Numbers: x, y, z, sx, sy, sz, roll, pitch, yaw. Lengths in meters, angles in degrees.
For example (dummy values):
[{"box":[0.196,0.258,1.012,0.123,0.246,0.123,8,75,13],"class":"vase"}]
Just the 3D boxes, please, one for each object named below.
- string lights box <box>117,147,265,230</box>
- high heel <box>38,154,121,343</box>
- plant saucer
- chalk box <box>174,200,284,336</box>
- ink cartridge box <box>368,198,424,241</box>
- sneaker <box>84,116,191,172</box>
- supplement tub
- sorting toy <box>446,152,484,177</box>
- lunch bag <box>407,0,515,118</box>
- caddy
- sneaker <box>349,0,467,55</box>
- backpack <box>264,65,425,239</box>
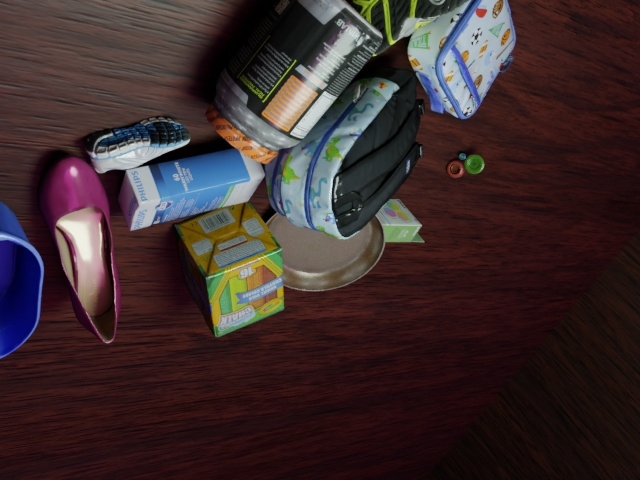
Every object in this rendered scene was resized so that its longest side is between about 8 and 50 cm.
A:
[{"box":[-0.254,-0.104,1.463,0.260,0.076,0.133,-16,165,-28],"class":"string lights box"},{"box":[-0.430,0.022,1.401,0.127,0.181,0.377,-21,142,-22],"class":"high heel"},{"box":[0.000,0.000,1.791,0.311,0.050,0.310,-4,132,-5],"class":"plant saucer"},{"box":[-0.198,0.083,1.678,0.180,0.179,0.288,-23,143,-18],"class":"chalk box"},{"box":[0.187,-0.052,1.920,0.209,0.109,0.062,1,131,-41],"class":"ink cartridge box"},{"box":[-0.335,-0.170,1.376,0.191,0.071,0.082,-13,146,-18],"class":"sneaker"},{"box":[-0.055,-0.305,1.345,0.316,0.193,0.194,-48,144,16],"class":"supplement tub"},{"box":[0.384,-0.202,1.966,0.102,0.061,0.042,-11,-174,23],"class":"sorting toy"},{"box":[0.300,-0.394,1.556,0.243,0.115,0.303,-58,152,-2],"class":"lunch bag"},{"box":[-0.627,0.091,1.313,0.241,0.179,0.341,-11,137,-34],"class":"caddy"},{"box":[0.190,-0.467,1.323,0.147,0.145,0.385,-41,-165,-30],"class":"sneaker"},{"box":[0.052,-0.160,1.525,0.290,0.274,0.355,86,19,-44],"class":"backpack"}]
